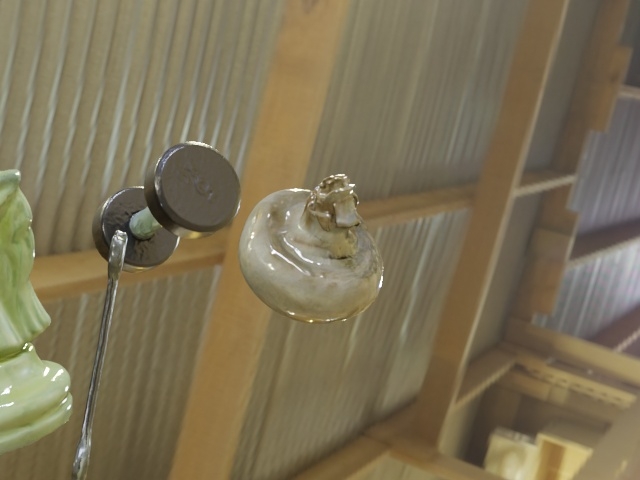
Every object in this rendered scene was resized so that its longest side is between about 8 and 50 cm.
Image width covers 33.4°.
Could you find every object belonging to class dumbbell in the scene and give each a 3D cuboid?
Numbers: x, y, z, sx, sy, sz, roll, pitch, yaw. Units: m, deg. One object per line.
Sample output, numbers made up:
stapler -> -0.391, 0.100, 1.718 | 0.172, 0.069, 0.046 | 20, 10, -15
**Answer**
dumbbell -> -0.171, -0.032, 1.162 | 0.100, 0.191, 0.100 | 10, -109, -30

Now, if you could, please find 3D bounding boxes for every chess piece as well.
chess piece -> -0.374, 0.068, 1.127 | 0.176, 0.176, 0.298 | -27, -69, -56

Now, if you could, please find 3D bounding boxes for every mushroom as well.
mushroom -> 0.000, 0.000, 0.573 | 0.085, 0.085, 0.079 | -36, -17, -50

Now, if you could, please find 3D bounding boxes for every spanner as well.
spanner -> -0.219, 0.115, 1.058 | 0.054, 0.015, 0.254 | 163, 117, -80
